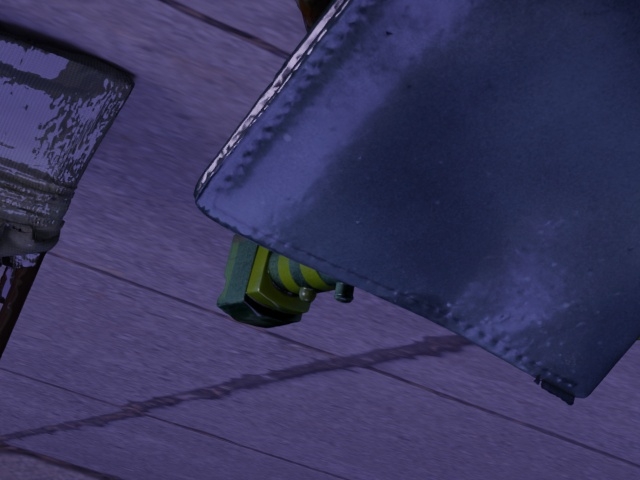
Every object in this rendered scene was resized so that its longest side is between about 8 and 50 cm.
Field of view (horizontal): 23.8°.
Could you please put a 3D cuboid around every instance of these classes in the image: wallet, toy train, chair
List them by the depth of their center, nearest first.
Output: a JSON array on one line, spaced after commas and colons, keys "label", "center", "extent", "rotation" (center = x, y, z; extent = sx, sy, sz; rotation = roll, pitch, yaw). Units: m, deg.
[{"label": "wallet", "center": [0.114, -0.049, 0.802], "extent": [0.290, 0.054, 0.251], "rotation": [22, 118, -29]}, {"label": "toy train", "center": [-0.001, 0.000, 1.251], "extent": [0.083, 0.132, 0.200], "rotation": [21, 162, -26]}, {"label": "chair", "center": [-0.284, -0.059, 1.276], "extent": [0.160, 0.319, 0.186], "rotation": [19, -156, -16]}]

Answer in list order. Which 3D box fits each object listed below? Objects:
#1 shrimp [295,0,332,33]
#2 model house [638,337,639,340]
[{"label": "shrimp", "center": [0.031, -0.145, 0.848], "extent": [0.172, 0.137, 0.372], "rotation": [45, 173, 41]}, {"label": "model house", "center": [0.241, -0.012, 0.986], "extent": [0.214, 0.189, 0.195], "rotation": [19, 158, -22]}]
